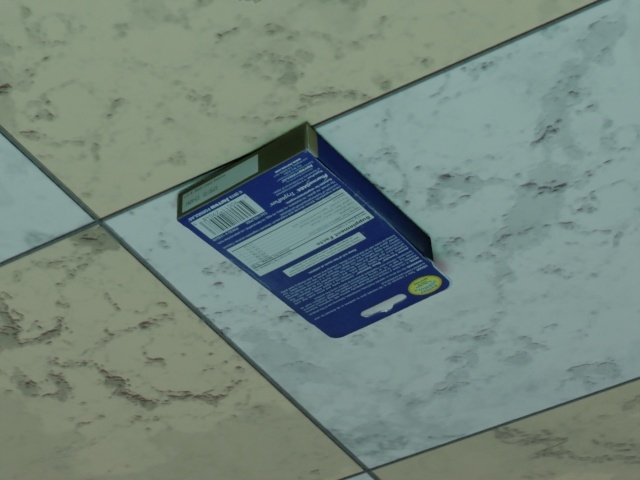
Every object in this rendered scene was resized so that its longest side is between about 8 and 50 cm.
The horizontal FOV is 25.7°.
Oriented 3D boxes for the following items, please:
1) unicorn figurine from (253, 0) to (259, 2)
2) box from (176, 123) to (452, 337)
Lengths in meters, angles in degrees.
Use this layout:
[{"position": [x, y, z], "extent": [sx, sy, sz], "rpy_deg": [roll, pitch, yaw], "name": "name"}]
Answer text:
[{"position": [-0.015, -0.224, 0.933], "extent": [0.111, 0.060, 0.162], "rpy_deg": [-1, 156, -5], "name": "unicorn figurine"}, {"position": [0.000, 0.000, 1.208], "extent": [0.136, 0.036, 0.225], "rpy_deg": [-27, 134, 24], "name": "box"}]
